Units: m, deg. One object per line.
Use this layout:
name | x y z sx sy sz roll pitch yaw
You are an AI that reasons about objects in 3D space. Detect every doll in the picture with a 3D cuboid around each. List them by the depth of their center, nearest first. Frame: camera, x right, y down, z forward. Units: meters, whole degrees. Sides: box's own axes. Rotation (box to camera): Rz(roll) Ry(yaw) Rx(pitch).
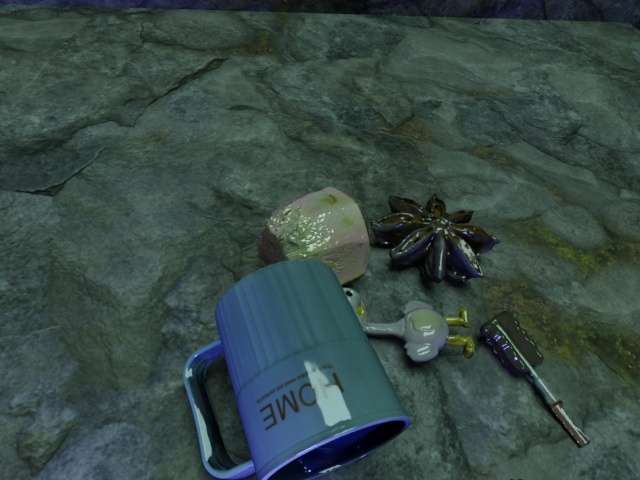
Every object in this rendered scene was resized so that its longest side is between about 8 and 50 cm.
doll | 0.139 0.182 1.055 0.365 0.094 0.160 10 43 -2

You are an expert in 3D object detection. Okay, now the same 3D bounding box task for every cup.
cup | -0.049 0.241 0.871 0.256 0.331 0.311 10 45 -42

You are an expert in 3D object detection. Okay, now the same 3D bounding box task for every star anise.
star anise | 0.284 -0.006 1.245 0.331 0.118 0.332 7 38 -6

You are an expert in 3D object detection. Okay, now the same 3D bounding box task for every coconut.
coconut | 0.000 0.000 1.114 0.245 0.233 0.233 -25 56 -26

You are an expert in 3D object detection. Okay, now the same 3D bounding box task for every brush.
brush | 0.456 0.291 1.041 0.084 0.071 0.301 -26 64 -11

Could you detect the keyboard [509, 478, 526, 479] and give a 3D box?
keyboard | 0.459 0.497 0.869 0.262 0.016 0.106 12 46 1
